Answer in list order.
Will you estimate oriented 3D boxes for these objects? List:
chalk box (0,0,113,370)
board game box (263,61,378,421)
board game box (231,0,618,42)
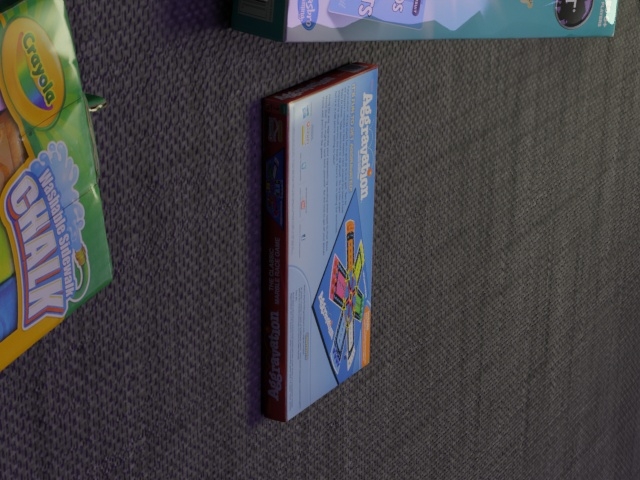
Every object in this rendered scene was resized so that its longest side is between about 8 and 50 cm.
[{"bbox_3d":[-0.226,-0.034,0.775,0.289,0.180,0.179,-44,138,-46],"label":"chalk box"},{"bbox_3d":[0.000,0.000,1.345,0.145,0.027,0.281,-28,125,-52],"label":"board game box"},{"bbox_3d":[0.099,-0.285,1.219,0.336,0.079,0.254,-6,109,-34],"label":"board game box"}]
